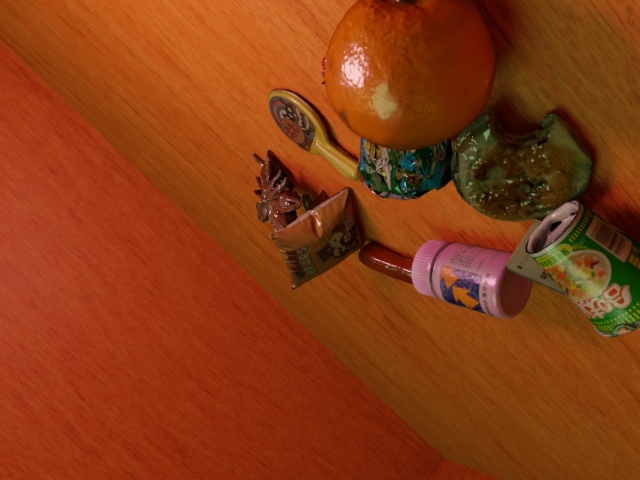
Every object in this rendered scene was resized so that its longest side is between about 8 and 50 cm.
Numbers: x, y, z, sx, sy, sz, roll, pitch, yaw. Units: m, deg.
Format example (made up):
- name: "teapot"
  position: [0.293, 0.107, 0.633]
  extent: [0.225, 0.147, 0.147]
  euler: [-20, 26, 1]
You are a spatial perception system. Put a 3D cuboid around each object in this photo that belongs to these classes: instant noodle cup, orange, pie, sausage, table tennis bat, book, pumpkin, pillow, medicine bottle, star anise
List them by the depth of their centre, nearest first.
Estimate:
- name: "orange"
  position: [0.157, -0.312, 1.055]
  extent: [0.312, 0.312, 0.312]
  euler: [34, 158, 16]
- name: "instant noodle cup"
  position: [0.555, 0.047, 1.191]
  extent: [0.232, 0.207, 0.207]
  euler: [41, 159, -3]
- name: "pie"
  position: [0.411, -0.145, 1.219]
  extent: [0.302, 0.067, 0.302]
  euler: [12, 146, 8]
- name: "instant noodle cup"
  position: [0.186, -0.230, 1.290]
  extent: [0.240, 0.240, 0.178]
  euler: [28, 149, 28]
- name: "book"
  position: [0.596, 0.064, 1.364]
  extent: [0.282, 0.025, 0.215]
  euler: [24, 145, 11]
- name: "medicine bottle"
  position: [0.414, 0.100, 1.624]
  extent: [0.290, 0.178, 0.178]
  euler: [13, 146, 48]
- name: "table tennis bat"
  position: [-0.019, -0.302, 1.720]
  extent: [0.368, 0.054, 0.224]
  euler: [41, 160, 7]
- name: "pillow"
  position: [0.000, 0.000, 1.951]
  extent: [0.119, 0.312, 0.310]
  euler: [53, 169, 35]
- name: "sausage"
  position: [0.256, 0.087, 1.988]
  extent: [0.300, 0.083, 0.089]
  euler: [22, 141, 36]
- name: "star anise"
  position: [-0.149, -0.157, 2.033]
  extent: [0.349, 0.109, 0.292]
  euler: [31, 117, 50]
- name: "pumpkin"
  position: [-0.024, -0.076, 2.071]
  extent: [0.126, 0.131, 0.248]
  euler: [23, 151, 36]

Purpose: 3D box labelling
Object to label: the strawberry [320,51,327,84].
- name: "strawberry"
  position: [0.076, -0.388, 1.298]
  extent: [0.131, 0.131, 0.148]
  euler: [49, 165, -21]
